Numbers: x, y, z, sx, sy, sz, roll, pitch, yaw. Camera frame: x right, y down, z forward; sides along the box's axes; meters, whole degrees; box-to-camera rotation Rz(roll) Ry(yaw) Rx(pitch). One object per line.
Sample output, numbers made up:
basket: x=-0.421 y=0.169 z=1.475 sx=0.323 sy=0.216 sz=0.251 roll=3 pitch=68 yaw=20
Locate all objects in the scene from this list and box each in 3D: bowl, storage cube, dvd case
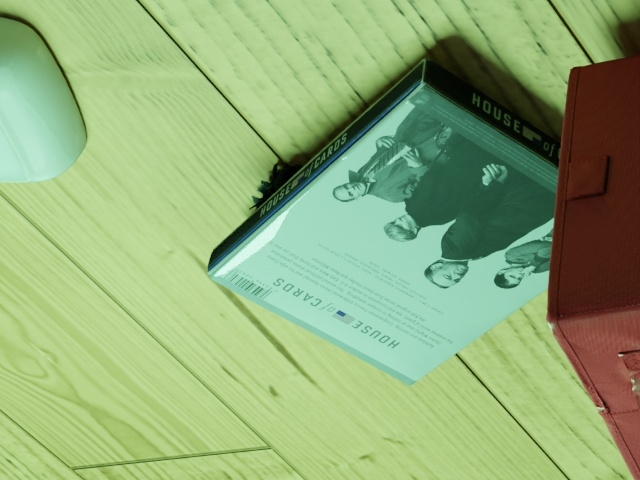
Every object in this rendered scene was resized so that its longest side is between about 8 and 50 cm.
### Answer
bowl: x=-0.241 y=-0.089 z=1.204 sx=0.142 sy=0.053 sz=0.142 roll=4 pitch=144 yaw=18
storage cube: x=0.249 y=0.008 z=0.970 sx=0.193 sy=0.215 sz=0.183 roll=-9 pitch=137 yaw=25
dvd case: x=0.063 y=-0.002 z=1.155 sx=0.179 sy=0.029 sz=0.239 roll=30 pitch=135 yaw=-22

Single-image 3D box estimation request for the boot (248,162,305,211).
boot: x=0.000 y=0.000 z=1.223 sx=0.121 sy=0.045 sz=0.099 roll=25 pitch=140 yaw=-11
